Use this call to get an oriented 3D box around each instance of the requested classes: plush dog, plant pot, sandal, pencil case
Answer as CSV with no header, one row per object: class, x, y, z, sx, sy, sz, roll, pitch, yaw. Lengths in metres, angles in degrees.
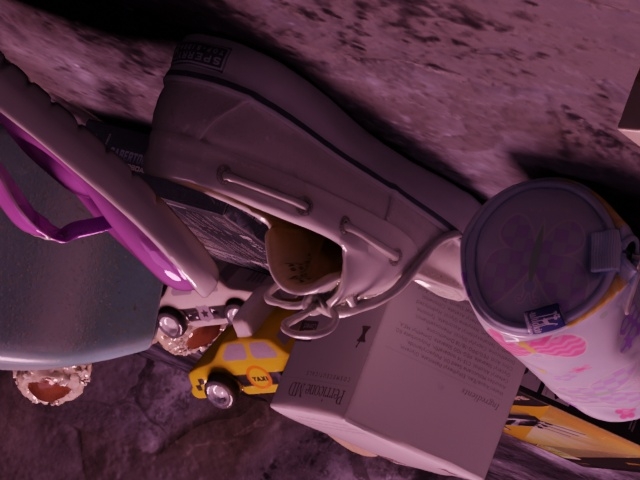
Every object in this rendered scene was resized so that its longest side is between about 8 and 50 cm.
plush dog,-0.245,0.067,2.055,0.262,0.211,0.225,-21,170,-2
plant pot,-0.287,0.018,1.775,0.252,0.247,0.248,11,172,-14
sandal,-0.245,-0.081,1.239,0.416,0.102,0.169,41,177,8
pencil case,0.194,0.048,1.269,0.124,0.114,0.273,-17,155,16

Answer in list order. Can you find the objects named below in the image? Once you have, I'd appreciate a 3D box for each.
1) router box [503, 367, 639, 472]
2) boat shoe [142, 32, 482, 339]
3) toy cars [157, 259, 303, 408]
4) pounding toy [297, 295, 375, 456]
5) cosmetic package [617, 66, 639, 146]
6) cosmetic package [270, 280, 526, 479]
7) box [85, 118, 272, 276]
router box,0.242,0.158,1.783,0.243,0.081,0.309,24,169,-13
boat shoe,0.005,0.001,1.283,0.135,0.156,0.367,12,165,42
toy cars,-0.079,0.065,1.751,0.087,0.176,0.393,65,170,-22
pounding toy,0.044,0.139,2.100,0.183,0.110,0.237,27,145,38
cosmetic package,0.216,-0.059,0.886,0.060,0.041,0.115,30,167,-39
cosmetic package,0.078,0.095,1.525,0.151,0.184,0.151,27,168,-23
box,-0.093,-0.028,1.598,0.183,0.059,0.232,15,168,33
